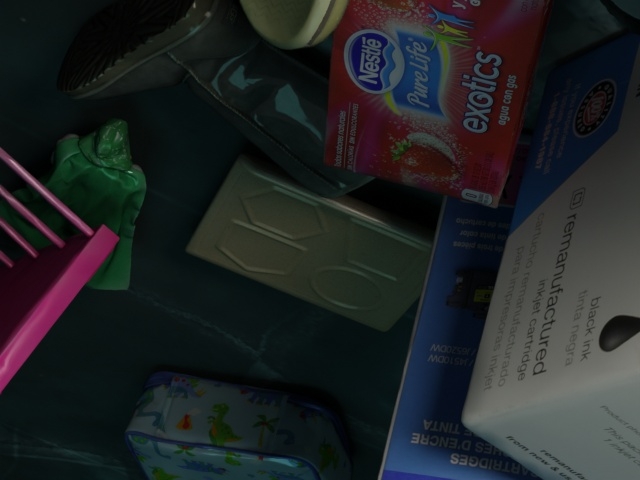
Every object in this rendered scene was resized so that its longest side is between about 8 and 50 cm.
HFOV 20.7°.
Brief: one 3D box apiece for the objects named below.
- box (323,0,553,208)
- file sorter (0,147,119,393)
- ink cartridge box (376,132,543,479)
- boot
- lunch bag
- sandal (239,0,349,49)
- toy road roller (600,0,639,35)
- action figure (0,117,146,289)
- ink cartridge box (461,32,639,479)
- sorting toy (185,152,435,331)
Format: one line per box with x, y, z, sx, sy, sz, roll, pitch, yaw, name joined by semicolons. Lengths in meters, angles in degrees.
0.079;-0.147;1.059;0.122;0.128;0.257;15;151;7;box
-0.341;0.034;1.449;0.182;0.202;0.290;43;155;-16;file sorter
0.141;0.159;1.270;0.151;0.395;0.270;9;150;15;ink cartridge box
-0.066;-0.101;1.286;0.208;0.076;0.189;31;150;-36;boot
-0.080;0.217;1.791;0.219;0.090;0.176;6;147;20;lunch bag
-0.062;-0.239;0.909;0.120;0.086;0.303;19;132;53;sandal
0.230;-0.206;0.733;0.329;0.202;0.241;39;157;56;toy road roller
-0.192;-0.040;1.447;0.137;0.063;0.232;25;153;-9;action figure
0.294;-0.016;1.007;0.166;0.285;0.395;34;146;-25;ink cartridge box
0.000;0.000;1.447;0.193;0.038;0.208;22;154;-8;sorting toy
